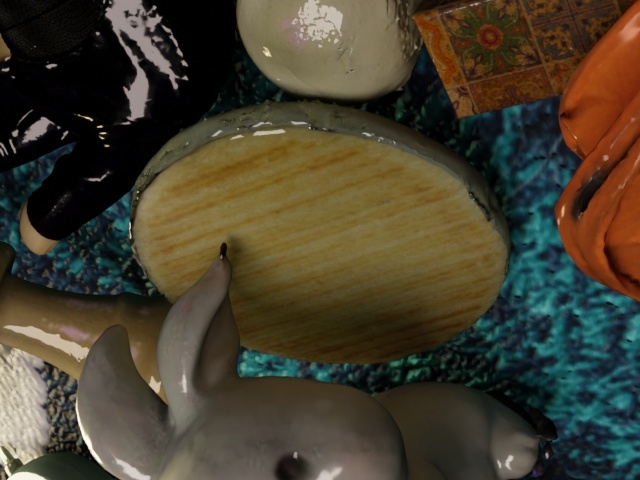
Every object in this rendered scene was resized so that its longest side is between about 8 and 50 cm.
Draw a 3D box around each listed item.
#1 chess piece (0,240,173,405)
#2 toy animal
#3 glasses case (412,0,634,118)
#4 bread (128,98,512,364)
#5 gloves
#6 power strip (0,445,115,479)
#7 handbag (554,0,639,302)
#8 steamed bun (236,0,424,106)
[{"bbox_3d":[-0.270,0.040,0.859,0.397,0.117,0.117,20,132,-10],"label":"chess piece"},{"bbox_3d":[0.003,0.159,0.759,0.310,0.247,0.182,15,122,-37],"label":"toy animal"},{"bbox_3d":[0.167,-0.131,0.632,0.218,0.049,0.075,-10,121,32],"label":"glasses case"},{"bbox_3d":[0.000,0.000,0.768,0.267,0.040,0.267,4,142,3],"label":"bread"},{"bbox_3d":[-0.192,-0.097,0.770,0.301,0.152,0.197,-27,103,12],"label":"gloves"},{"bbox_3d":[-0.241,0.287,1.105,0.253,0.054,0.167,29,124,33],"label":"power strip"},{"bbox_3d":[0.323,-0.087,0.499,0.304,0.116,0.410,26,133,-13],"label":"handbag"},{"bbox_3d":[0.002,-0.139,0.685,0.113,0.091,0.129,7,126,25],"label":"steamed bun"}]
